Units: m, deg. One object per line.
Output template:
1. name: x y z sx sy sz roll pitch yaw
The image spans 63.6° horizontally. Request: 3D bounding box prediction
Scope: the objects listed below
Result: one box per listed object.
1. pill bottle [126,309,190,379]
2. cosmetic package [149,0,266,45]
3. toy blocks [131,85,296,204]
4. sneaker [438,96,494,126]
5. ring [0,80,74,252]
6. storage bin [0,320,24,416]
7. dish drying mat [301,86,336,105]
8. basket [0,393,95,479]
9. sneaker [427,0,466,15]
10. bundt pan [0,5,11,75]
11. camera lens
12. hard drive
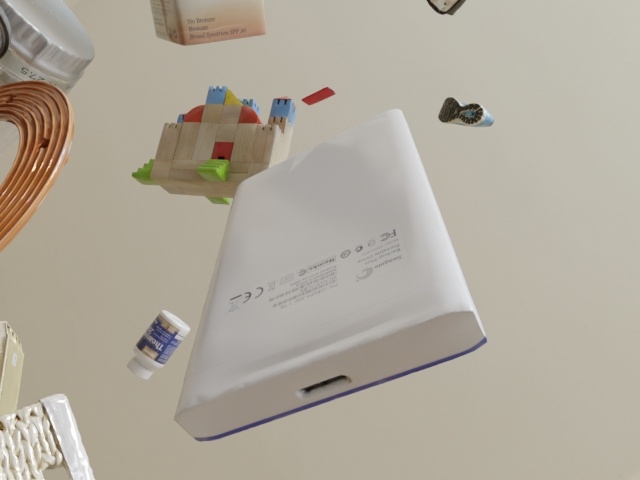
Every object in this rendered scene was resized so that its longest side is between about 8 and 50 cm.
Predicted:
1. pill bottle: -0.308 0.197 0.972 0.067 0.067 0.120 35 -99 5
2. cosmetic package: -0.182 -0.456 0.759 0.153 0.129 0.297 -21 -56 -27
3. toy blocks: -0.222 -0.239 1.215 0.380 0.191 0.261 4 -107 15
4. sneaker: 0.344 -0.294 1.226 0.073 0.162 0.064 15 -74 -32
5. ring: -0.386 -0.037 0.518 0.336 0.032 0.337 -11 -127 15
6. storage bin: -0.882 0.370 1.362 0.123 0.262 0.261 3 -114 -20
7. dish drying mat: -0.005 -0.338 1.209 0.083 0.032 0.008 -13 -118 41
8. basket: -0.564 0.494 0.892 0.331 0.266 0.329 -36 -106 38
9. sneaker: 0.378 -0.594 1.077 0.446 0.258 0.169 18 -132 3
10. bundt pan: -0.444 -0.181 0.403 0.330 0.331 0.124 -4 -119 7
11. camera lens: -0.504 -0.257 0.749 0.274 0.219 0.220 -36 -94 11
12. hard drive: 0.000 0.000 0.455 0.210 0.319 0.040 -23 -59 15
